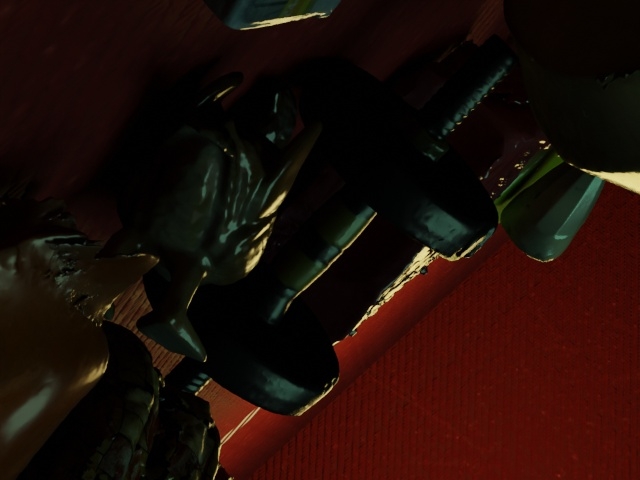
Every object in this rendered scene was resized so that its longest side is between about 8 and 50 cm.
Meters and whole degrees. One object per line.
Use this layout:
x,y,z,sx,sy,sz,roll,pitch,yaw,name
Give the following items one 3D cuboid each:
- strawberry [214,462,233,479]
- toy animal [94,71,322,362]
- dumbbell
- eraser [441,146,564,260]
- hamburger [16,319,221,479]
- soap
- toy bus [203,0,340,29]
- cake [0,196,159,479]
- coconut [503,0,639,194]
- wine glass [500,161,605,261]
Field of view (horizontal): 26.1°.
-0.163,0.294,1.163,0.250,0.238,0.288,-32,145,-4,strawberry
-0.049,-0.038,0.698,0.179,0.089,0.188,-57,178,-28,toy animal
0.000,0.000,0.843,0.325,0.143,0.143,-45,170,18,dumbbell
0.202,-0.100,1.397,0.274,0.092,0.210,-43,169,6,eraser
-0.159,0.148,0.750,0.231,0.107,0.231,-30,-145,24,hamburger
0.050,-0.029,1.041,0.289,0.112,0.182,-44,173,0,soap
0.011,-0.154,0.467,0.075,0.064,0.190,-20,158,-37,toy bus
-0.194,0.093,0.621,0.287,0.098,0.135,-52,169,23,cake
0.279,-0.148,0.816,0.323,0.323,0.323,-41,171,-8,coconut
0.241,-0.054,1.303,0.073,0.073,0.155,-33,164,-47,wine glass
